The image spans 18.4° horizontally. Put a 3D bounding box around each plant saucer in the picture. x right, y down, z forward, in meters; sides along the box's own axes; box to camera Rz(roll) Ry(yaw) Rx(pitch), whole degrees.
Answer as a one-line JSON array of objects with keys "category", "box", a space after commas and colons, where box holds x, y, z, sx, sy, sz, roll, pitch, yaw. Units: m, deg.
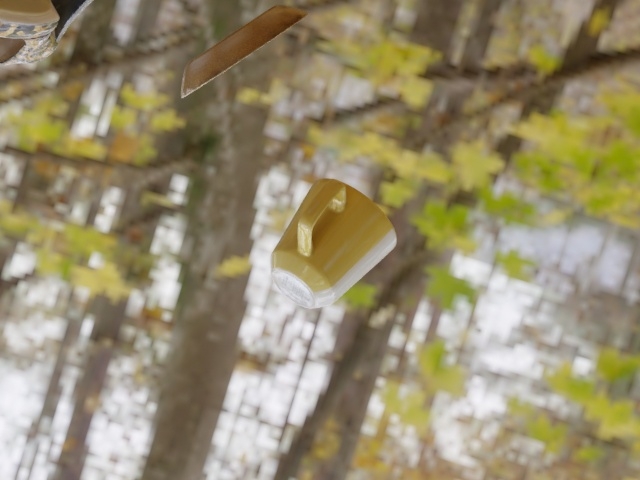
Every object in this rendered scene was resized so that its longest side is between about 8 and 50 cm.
[{"category": "plant saucer", "box": [-0.045, -0.106, 1.075, 0.015, 0.083, 0.083, 56, 178, -7]}]

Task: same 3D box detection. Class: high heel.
[{"category": "high heel", "box": [-0.347, -0.219, 2.063, 0.186, 0.093, 0.261, -35, 171, 35]}]

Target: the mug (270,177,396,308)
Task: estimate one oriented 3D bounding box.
[{"category": "mug", "box": [-0.001, 0.001, 1.182, 0.062, 0.064, 0.078, 10, 143, 49]}]
